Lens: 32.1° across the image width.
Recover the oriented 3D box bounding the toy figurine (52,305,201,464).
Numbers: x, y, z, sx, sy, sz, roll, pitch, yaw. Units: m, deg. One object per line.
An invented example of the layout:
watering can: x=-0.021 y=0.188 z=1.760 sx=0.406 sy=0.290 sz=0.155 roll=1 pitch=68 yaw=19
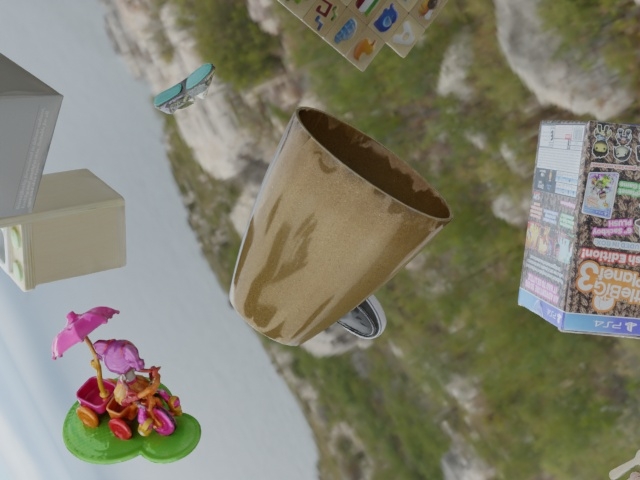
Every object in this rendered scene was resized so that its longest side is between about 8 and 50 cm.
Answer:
toy figurine: x=-0.220 y=0.146 z=1.187 sx=0.173 sy=0.130 sz=0.159 roll=15 pitch=135 yaw=30

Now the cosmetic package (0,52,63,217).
cosmetic package: x=-0.353 y=-0.126 z=1.000 sx=0.238 sy=0.107 sz=0.127 roll=34 pitch=116 yaw=23

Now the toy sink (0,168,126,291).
toy sink: x=-0.442 y=-0.014 z=1.742 sx=0.153 sy=0.234 sz=0.131 roll=32 pitch=126 yaw=49

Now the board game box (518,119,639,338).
board game box: x=0.399 y=-0.024 z=1.605 sx=0.232 sy=0.141 sz=0.291 roll=-127 pitch=43 yaw=-82

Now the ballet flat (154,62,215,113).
ballet flat: x=-0.183 y=-0.211 z=1.565 sx=0.041 sy=0.114 sz=0.041 roll=39 pitch=-143 yaw=-37

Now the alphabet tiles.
alphabet tiles: x=0.088 y=-0.408 z=1.609 sx=0.011 sy=0.285 sz=0.342 roll=42 pitch=-173 yaw=39

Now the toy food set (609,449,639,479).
toy food set: x=0.534 y=0.456 z=1.865 sx=0.132 sy=0.038 sz=0.192 roll=-53 pitch=41 yaw=47

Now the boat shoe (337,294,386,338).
boat shoe: x=0.005 y=0.077 z=1.702 sx=0.080 sy=0.076 sz=0.228 roll=-35 pitch=101 yaw=34

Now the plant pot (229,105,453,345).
plant pot: x=0.000 y=0.000 z=1.412 sx=0.237 sy=0.254 sz=0.237 roll=31 pitch=-162 yaw=-12
